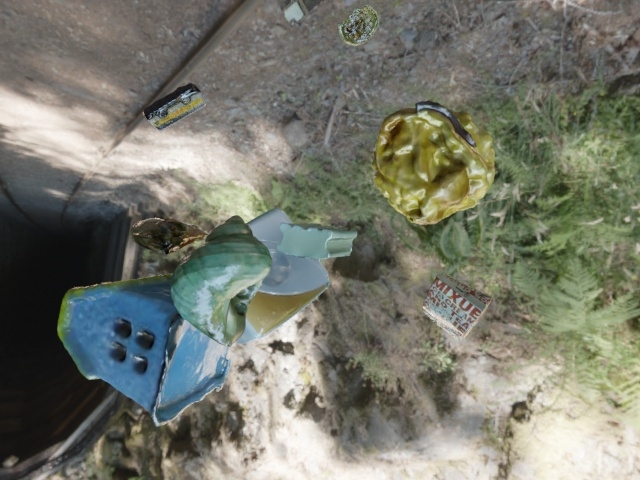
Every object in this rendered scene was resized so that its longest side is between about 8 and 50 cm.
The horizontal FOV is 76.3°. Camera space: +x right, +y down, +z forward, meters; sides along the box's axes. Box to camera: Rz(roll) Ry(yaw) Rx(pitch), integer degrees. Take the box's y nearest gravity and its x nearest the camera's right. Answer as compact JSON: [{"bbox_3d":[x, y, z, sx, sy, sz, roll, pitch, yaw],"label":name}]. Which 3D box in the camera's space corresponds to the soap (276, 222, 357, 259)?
[{"bbox_3d":[0.000,0.000,0.864,0.114,0.064,0.198,10,-176,20],"label":"soap"}]

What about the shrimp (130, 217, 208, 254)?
[{"bbox_3d":[-0.323,-0.016,0.904,0.168,0.077,0.317,-6,-172,-31],"label":"shrimp"}]

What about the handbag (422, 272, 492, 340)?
[{"bbox_3d":[0.410,0.195,1.254,0.171,0.151,0.298,39,177,26],"label":"handbag"}]

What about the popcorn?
[{"bbox_3d":[0.313,-0.232,1.130,0.348,0.349,0.382,4,152,17],"label":"popcorn"}]

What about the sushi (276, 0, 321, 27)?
[{"bbox_3d":[-0.004,-0.550,0.526,0.343,0.359,0.064,50,177,-42],"label":"sushi"}]

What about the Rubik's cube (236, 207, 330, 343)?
[{"bbox_3d":[-0.223,0.129,1.443,0.352,0.348,0.351,-35,-178,-26],"label":"Rubik's cube"}]

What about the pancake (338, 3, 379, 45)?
[{"bbox_3d":[0.124,-0.674,1.283,0.129,0.023,0.116,-34,139,27],"label":"pancake"}]

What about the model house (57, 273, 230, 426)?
[{"bbox_3d":[-0.335,0.166,0.807,0.303,0.216,0.237,22,-173,18],"label":"model house"}]

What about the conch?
[{"bbox_3d":[-0.148,0.062,0.633,0.121,0.188,0.175,34,-175,30],"label":"conch"}]

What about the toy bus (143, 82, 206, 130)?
[{"bbox_3d":[-0.421,-0.386,1.180,0.171,0.057,0.072,-34,150,-8],"label":"toy bus"}]
